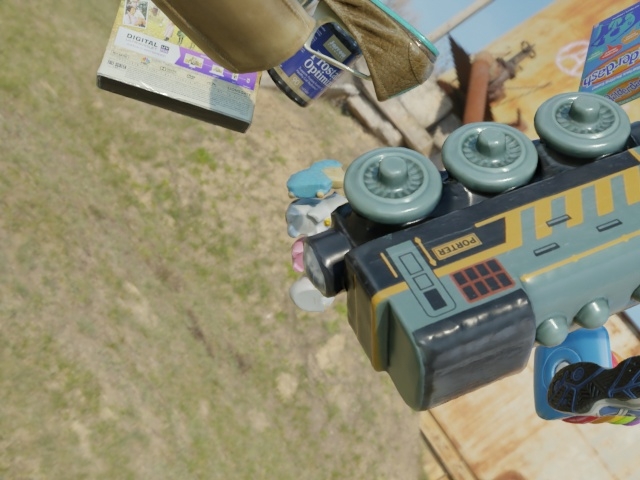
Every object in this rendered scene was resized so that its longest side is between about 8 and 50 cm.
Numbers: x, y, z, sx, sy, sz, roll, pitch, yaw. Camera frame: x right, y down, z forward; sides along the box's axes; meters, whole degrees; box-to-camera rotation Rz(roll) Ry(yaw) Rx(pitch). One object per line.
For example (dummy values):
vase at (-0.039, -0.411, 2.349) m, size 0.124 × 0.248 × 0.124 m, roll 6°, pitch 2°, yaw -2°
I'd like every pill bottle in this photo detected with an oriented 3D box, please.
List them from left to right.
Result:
pill bottle at (0.007, -0.373, 1.368) m, size 0.123 × 0.219 × 0.123 m, roll 43°, pitch 17°, yaw -17°

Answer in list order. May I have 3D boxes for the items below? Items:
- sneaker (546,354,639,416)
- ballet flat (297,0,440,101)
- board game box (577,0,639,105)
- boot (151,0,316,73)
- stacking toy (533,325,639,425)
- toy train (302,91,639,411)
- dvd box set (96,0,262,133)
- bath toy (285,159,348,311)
sneaker at (0.396, 0.209, 0.946) m, size 0.081 × 0.080 × 0.211 m, roll 32°, pitch -26°, yaw -19°
ballet flat at (0.011, -0.319, 0.954) m, size 0.342 × 0.124 × 0.116 m, roll 49°, pitch 16°, yaw 10°
board game box at (0.512, -0.311, 1.145) m, size 0.047 × 0.210 × 0.160 m, roll 40°, pitch -37°, yaw -23°
boot at (-0.168, -0.251, 0.617) m, size 0.236 × 0.089 × 0.269 m, roll 14°, pitch -20°, yaw 50°
stacking toy at (0.562, 0.289, 1.334) m, size 0.302 × 0.175 × 0.165 m, roll 22°, pitch 59°, yaw -25°
toy train at (0.159, 0.001, 0.563) m, size 0.142 × 0.334 × 0.190 m, roll 87°, pitch -20°, yaw -49°
dvd box set at (-0.251, -0.455, 1.440) m, size 0.308 × 0.420 × 0.062 m, roll 15°, pitch -21°, yaw -16°
bath toy at (0.000, 0.000, 1.561) m, size 0.129 × 0.151 × 0.348 m, roll -74°, pitch 168°, yaw -55°
